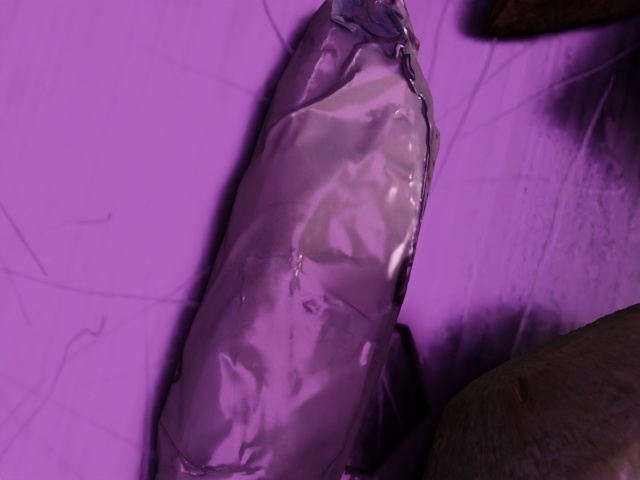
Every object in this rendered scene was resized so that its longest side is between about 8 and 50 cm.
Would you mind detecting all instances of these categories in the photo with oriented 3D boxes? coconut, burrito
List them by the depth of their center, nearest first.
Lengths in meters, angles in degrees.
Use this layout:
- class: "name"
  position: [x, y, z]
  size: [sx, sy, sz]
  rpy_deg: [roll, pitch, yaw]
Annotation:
- class: "coconut"
  position: [0.224, 0.215, 1.140]
  size: [0.328, 0.281, 0.328]
  rpy_deg: [2, 97, 15]
- class: "burrito"
  position: [0.000, 0.000, 1.191]
  size: [0.139, 0.101, 0.445]
  rpy_deg: [18, 84, -9]

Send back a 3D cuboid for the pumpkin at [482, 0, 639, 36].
- class: "pumpkin"
  position: [0.261, -0.263, 1.236]
  size: [0.169, 0.148, 0.312]
  rpy_deg: [26, 87, -6]
